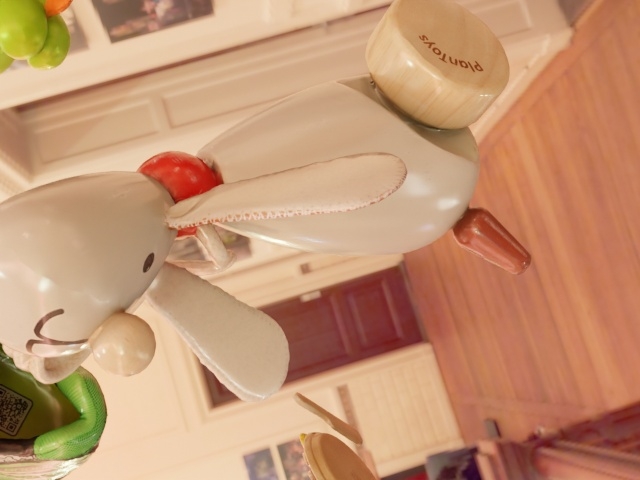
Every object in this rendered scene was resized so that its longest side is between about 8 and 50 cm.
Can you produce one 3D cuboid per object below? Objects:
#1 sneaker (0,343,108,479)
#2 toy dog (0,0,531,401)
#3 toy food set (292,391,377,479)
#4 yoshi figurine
[{"bbox_3d":[-0.294,0.059,0.607,0.146,0.344,0.134,-35,35,50],"label":"sneaker"},{"bbox_3d":[0.000,0.000,0.490,0.161,0.334,0.220,46,154,15],"label":"toy dog"},{"bbox_3d":[0.023,0.242,0.885,0.132,0.038,0.192,41,-167,-38],"label":"toy food set"},{"bbox_3d":[-0.387,-0.319,0.993,0.203,0.204,0.362,-49,57,48],"label":"yoshi figurine"}]
